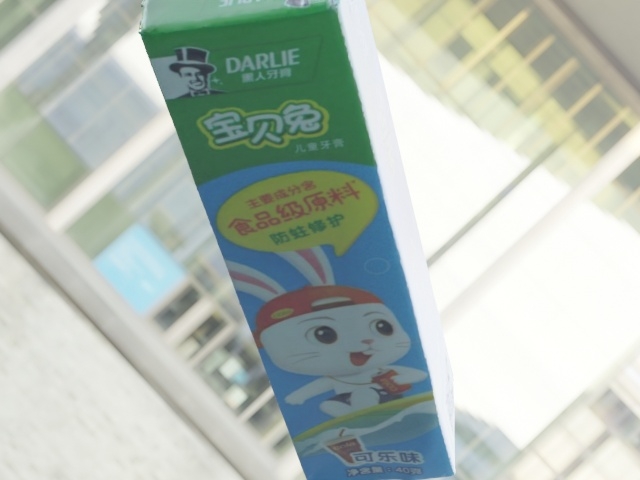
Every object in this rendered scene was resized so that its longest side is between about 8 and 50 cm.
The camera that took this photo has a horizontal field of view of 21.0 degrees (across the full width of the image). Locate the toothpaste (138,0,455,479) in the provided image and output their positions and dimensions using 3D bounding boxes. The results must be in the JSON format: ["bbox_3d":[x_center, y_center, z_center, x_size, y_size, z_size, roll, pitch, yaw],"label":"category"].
[{"bbox_3d":[0.000,0.000,0.621,0.266,0.065,0.050,73,15,-49],"label":"toothpaste"}]
